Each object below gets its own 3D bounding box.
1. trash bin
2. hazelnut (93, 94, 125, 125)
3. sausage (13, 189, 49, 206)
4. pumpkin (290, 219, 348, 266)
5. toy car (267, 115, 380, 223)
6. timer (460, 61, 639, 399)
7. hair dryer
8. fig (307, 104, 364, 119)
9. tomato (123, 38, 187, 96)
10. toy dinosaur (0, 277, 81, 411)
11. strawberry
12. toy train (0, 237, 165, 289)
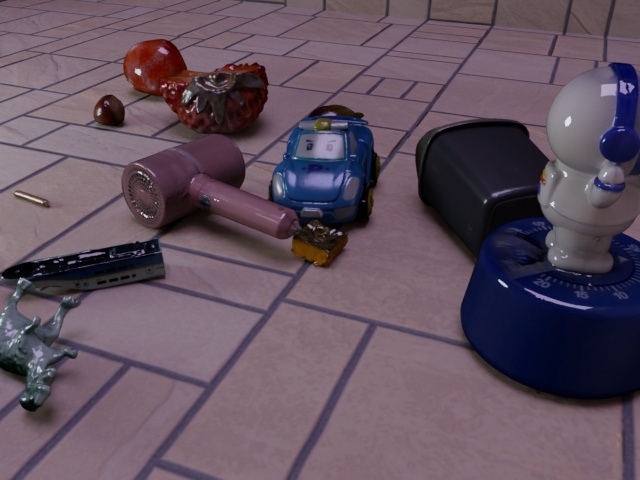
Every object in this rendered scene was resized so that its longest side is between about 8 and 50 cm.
[{"bbox_3d":[0.300,-0.102,1.148,0.209,0.182,0.290,-6,36,-13],"label":"trash bin"},{"bbox_3d":[-0.525,-0.319,1.598,0.086,0.086,0.086,1,30,0],"label":"hazelnut"},{"bbox_3d":[-0.555,-0.081,1.239,0.100,0.015,0.015,17,34,25],"label":"sausage"},{"bbox_3d":[0.000,0.000,1.081,0.074,0.054,0.083,19,30,19],"label":"pumpkin"},{"bbox_3d":[0.010,-0.147,1.232,0.198,0.166,0.314,3,31,10],"label":"toy car"},{"bbox_3d":[0.333,-0.026,0.808,0.270,0.384,0.270,1,31,-1],"label":"timer"},{"bbox_3d":[-0.158,-0.078,1.141,0.352,0.125,0.210,23,35,31],"label":"hair dryer"},{"bbox_3d":[0.039,-0.271,1.501,0.109,0.103,0.154,42,54,19],"label":"fig"},{"bbox_3d":[-0.461,-0.482,1.805,0.187,0.151,0.187,0,35,0],"label":"tomato"},{"bbox_3d":[-0.405,0.096,0.874,0.129,0.076,0.383,-43,40,-19],"label":"toy dinosaur"},{"bbox_3d":[-0.259,-0.355,1.613,0.265,0.149,0.336,-13,22,-10],"label":"strawberry"},{"bbox_3d":[-0.361,0.046,0.992,0.233,0.051,0.052,-12,32,-15],"label":"toy train"}]
